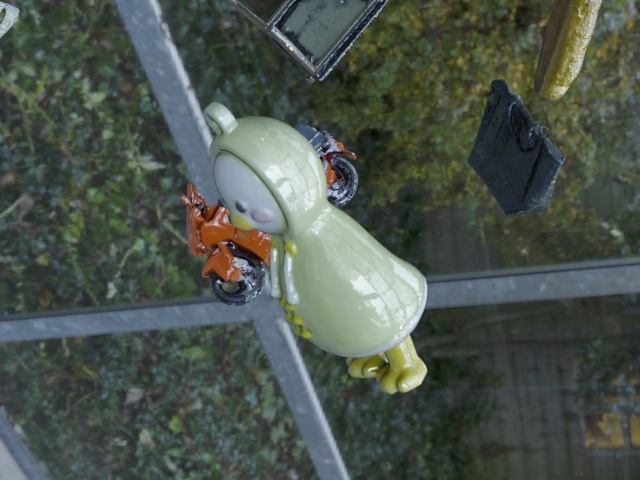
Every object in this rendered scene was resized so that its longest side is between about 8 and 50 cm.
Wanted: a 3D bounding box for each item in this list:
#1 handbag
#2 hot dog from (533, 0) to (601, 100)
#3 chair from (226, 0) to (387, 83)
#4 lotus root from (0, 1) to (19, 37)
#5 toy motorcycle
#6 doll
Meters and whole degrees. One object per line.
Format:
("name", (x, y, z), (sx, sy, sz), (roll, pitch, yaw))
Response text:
("handbag", (0.358, -0.164, 1.487), (0.270, 0.089, 0.175), (-113, -158, -45))
("hot dog", (0.372, -0.334, 1.181), (0.087, 0.061, 0.285), (-83, 179, -45))
("chair", (-0.001, -0.357, 1.272), (0.166, 0.188, 0.272), (45, 8, 31))
("lotus root", (-0.736, -0.465, 1.718), (0.143, 0.070, 0.144), (30, 92, -35))
("toy motorcycle", (-0.099, -0.063, 1.343), (0.325, 0.221, 0.148), (-46, 162, -6))
("doll", (-0.009, 0.008, 0.686), (0.117, 0.141, 0.296), (-47, 115, -10))
